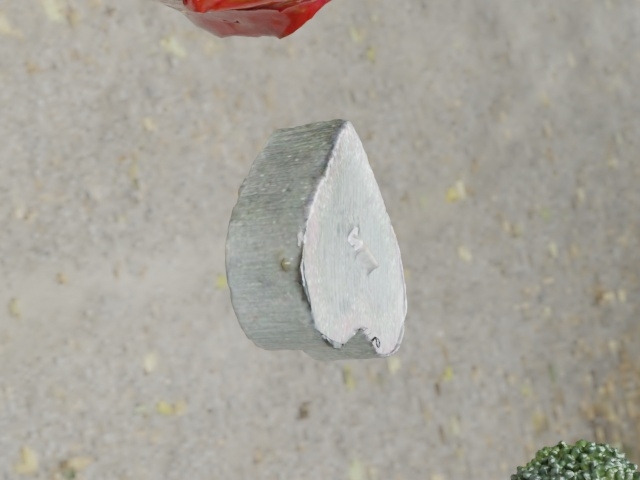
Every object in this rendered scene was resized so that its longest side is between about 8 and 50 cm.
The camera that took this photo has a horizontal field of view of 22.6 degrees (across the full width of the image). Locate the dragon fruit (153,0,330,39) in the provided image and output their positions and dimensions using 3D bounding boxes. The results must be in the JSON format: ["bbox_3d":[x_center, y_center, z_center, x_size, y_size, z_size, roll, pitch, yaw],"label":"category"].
[{"bbox_3d":[-0.028,-0.161,0.489,0.268,0.205,0.210,-36,86,-27],"label":"dragon fruit"}]

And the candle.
[{"bbox_3d":[0.000,0.000,1.105,0.192,0.068,0.168,25,60,-65],"label":"candle"}]

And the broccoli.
[{"bbox_3d":[0.198,0.204,1.025,0.204,0.118,0.122,26,78,-26],"label":"broccoli"}]
